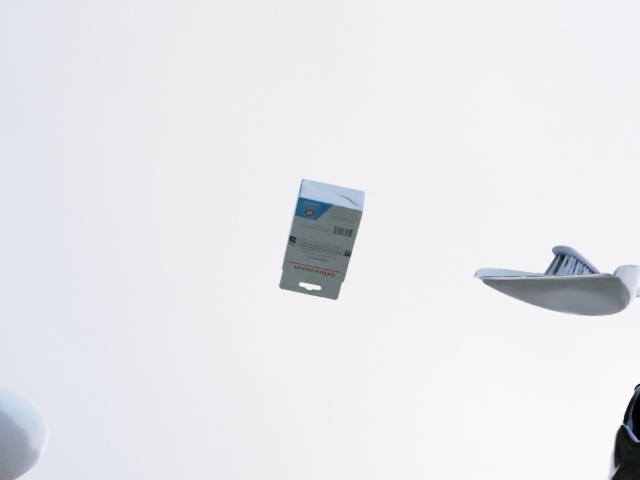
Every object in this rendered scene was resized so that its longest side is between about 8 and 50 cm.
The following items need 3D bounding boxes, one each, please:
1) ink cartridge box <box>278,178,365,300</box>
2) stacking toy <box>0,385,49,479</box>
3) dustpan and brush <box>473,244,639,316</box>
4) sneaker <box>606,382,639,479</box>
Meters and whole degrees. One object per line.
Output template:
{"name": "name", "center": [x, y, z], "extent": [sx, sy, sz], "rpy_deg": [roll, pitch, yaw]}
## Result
{"name": "ink cartridge box", "center": [0.000, 0.000, 0.903], "extent": [0.048, 0.028, 0.083], "rpy_deg": [12, -56, -4]}
{"name": "stacking toy", "center": [-0.547, 0.257, 1.473], "extent": [0.479, 0.350, 0.351], "rpy_deg": [-7, -69, 9]}
{"name": "dustpan and brush", "center": [0.260, 0.041, 1.184], "extent": [0.147, 0.211, 0.060], "rpy_deg": [-2, -112, 38]}
{"name": "sneaker", "center": [0.289, 0.160, 0.959], "extent": [0.109, 0.286, 0.130], "rpy_deg": [-4, -82, 24]}
